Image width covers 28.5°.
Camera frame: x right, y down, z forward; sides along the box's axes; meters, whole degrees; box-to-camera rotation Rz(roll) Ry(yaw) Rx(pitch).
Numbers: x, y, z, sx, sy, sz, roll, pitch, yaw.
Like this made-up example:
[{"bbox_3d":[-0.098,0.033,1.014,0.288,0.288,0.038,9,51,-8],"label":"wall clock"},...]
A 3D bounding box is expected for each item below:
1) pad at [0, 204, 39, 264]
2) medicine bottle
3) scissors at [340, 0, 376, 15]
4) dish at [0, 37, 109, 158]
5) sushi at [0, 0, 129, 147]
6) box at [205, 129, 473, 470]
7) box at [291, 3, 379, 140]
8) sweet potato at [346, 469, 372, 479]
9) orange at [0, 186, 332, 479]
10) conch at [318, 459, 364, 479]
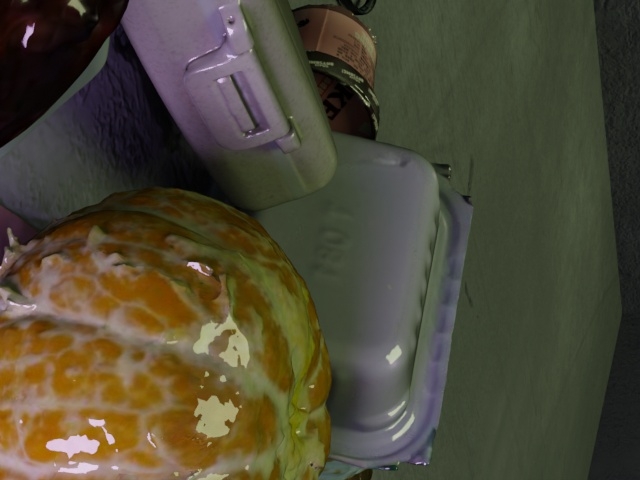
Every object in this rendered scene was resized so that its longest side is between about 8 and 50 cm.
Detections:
[{"bbox_3d":[-0.245,0.024,0.914,0.188,0.006,0.113,48,49,-60],"label":"pad"},{"bbox_3d":[-0.096,-0.204,1.006,0.375,0.123,0.282,66,3,-54],"label":"medicine bottle"},{"bbox_3d":[0.007,-0.314,1.488,0.300,0.022,0.109,-31,117,-64],"label":"scissors"},{"bbox_3d":[-0.210,-0.190,0.788,0.243,0.080,0.182,62,29,-20],"label":"dish"},{"bbox_3d":[-0.244,-0.189,0.536,0.294,0.281,0.299,8,91,-62],"label":"sushi"},{"bbox_3d":[0.004,0.020,1.143,0.106,0.264,0.336,102,0,-56],"label":"box"},{"bbox_3d":[-0.009,-0.161,1.306,0.151,0.151,0.135,70,22,-43],"label":"box"},{"bbox_3d":[0.011,0.275,1.485,0.269,0.075,0.074,8,84,-64],"label":"sweet potato"},{"bbox_3d":[-0.126,0.126,0.896,0.329,0.249,0.329,11,90,-72],"label":"orange"},{"bbox_3d":[0.004,0.130,1.283,0.303,0.215,0.319,25,67,-55],"label":"conch"}]
